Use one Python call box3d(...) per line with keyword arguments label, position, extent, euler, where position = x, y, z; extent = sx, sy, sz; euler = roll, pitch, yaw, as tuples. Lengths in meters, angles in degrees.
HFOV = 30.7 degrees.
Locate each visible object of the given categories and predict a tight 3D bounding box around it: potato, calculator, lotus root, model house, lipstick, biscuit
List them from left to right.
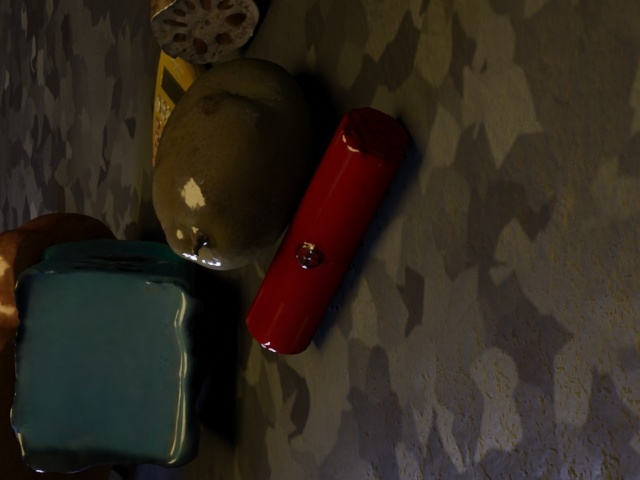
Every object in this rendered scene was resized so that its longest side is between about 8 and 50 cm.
box3d(label="biscuit", position=(-0.357, 0.189, 1.549), extent=(0.078, 0.350, 0.455), euler=(5, 79, 24))
box3d(label="model house", position=(-0.256, 0.130, 1.447), extent=(0.303, 0.215, 0.237), euler=(-124, 37, -78))
box3d(label="calculator", position=(-0.175, -0.162, 1.459), extent=(0.146, 0.032, 0.235), euler=(50, 135, 50))
box3d(label="lotus root", position=(-0.126, -0.258, 1.279), extent=(0.122, 0.112, 0.081), euler=(-30, 49, 25))
box3d(label="potato", position=(-0.085, -0.069, 1.132), extent=(0.251, 0.159, 0.174), euler=(-75, -10, -50))
box3d(label="lipstick", position=(0.001, 0.000, 1.083), extent=(0.279, 0.073, 0.073), euler=(-64, 37, 42))

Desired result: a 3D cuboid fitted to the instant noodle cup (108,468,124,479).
box3d(label="instant noodle cup", position=(-0.356, 0.376, 1.749), extent=(0.136, 0.127, 0.127), euler=(-5, 86, 54))
